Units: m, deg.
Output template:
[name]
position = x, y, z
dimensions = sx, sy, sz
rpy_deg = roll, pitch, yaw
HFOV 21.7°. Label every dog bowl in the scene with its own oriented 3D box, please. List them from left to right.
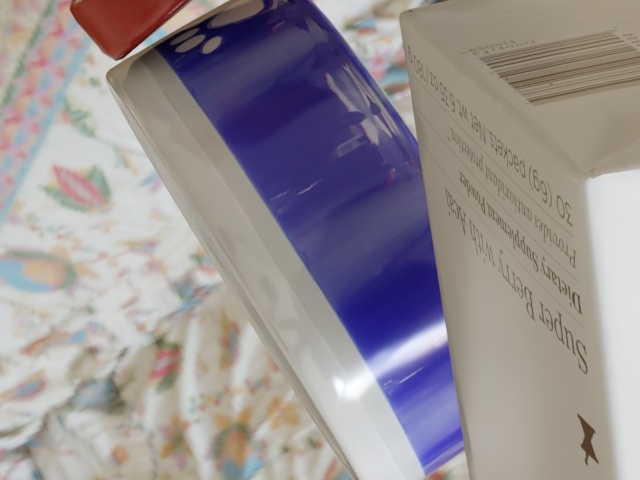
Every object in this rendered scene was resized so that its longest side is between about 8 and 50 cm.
[dog bowl]
position = 0.000, 0.000, 0.872
dimensions = 0.265, 0.104, 0.265
rpy_deg = 57, 175, 8

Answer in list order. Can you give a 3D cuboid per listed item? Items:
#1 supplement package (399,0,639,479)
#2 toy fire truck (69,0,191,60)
[supplement package]
position = 0.146, 0.068, 0.524
dimensions = 0.177, 0.175, 0.293
rpy_deg = -122, 20, -66
[toy fire truck]
position = -0.047, -0.243, 0.824
dimensions = 0.302, 0.254, 0.169
rpy_deg = -35, 99, 37
